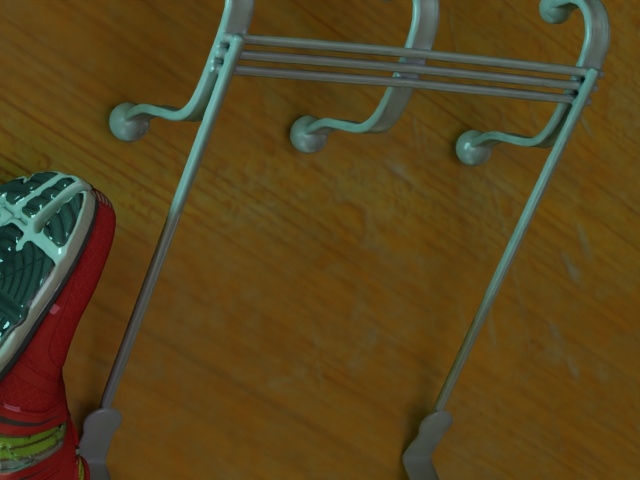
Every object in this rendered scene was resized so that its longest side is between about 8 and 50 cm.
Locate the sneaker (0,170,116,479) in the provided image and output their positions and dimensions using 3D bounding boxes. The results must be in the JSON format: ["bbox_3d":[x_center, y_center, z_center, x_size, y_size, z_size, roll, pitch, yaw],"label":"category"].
[{"bbox_3d":[-0.166,0.094,1.034,0.118,0.107,0.279,17,104,-38],"label":"sneaker"}]

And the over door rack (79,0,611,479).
[{"bbox_3d":[0.000,0.000,1.094,0.239,0.108,0.324,3,116,-28],"label":"over door rack"}]
